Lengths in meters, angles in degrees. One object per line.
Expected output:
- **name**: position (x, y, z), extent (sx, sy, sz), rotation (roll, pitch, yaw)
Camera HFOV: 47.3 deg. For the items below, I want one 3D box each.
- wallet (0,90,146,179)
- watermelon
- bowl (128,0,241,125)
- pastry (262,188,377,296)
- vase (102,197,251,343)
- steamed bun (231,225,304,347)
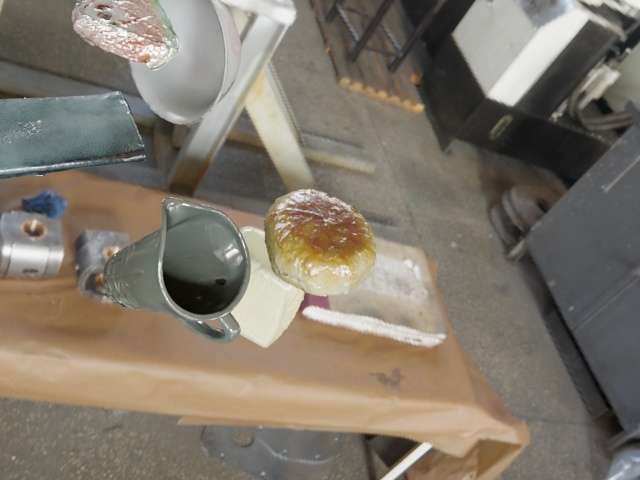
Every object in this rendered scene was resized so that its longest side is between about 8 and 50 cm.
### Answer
- **wallet**: position (-0.513, -0.187, 1.304), extent (0.378, 0.046, 0.191), rotation (-10, 56, -27)
- **watermelon**: position (-0.287, -0.302, 1.000), extent (0.139, 0.071, 0.187), rotation (-22, 71, -50)
- **bowl**: position (-0.292, -0.455, 1.730), extent (0.345, 0.345, 0.157), rotation (49, 38, 16)
- **pastry**: position (0.000, 0.000, 1.213), extent (0.182, 0.093, 0.193), rotation (2, 45, -21)
- **vase**: position (-0.236, 0.060, 1.150), extent (0.156, 0.300, 0.251), rotation (-42, 109, -33)
- **steamed bun**: position (-0.127, 0.084, 1.511), extent (0.200, 0.250, 0.155), rotation (30, 38, 7)
